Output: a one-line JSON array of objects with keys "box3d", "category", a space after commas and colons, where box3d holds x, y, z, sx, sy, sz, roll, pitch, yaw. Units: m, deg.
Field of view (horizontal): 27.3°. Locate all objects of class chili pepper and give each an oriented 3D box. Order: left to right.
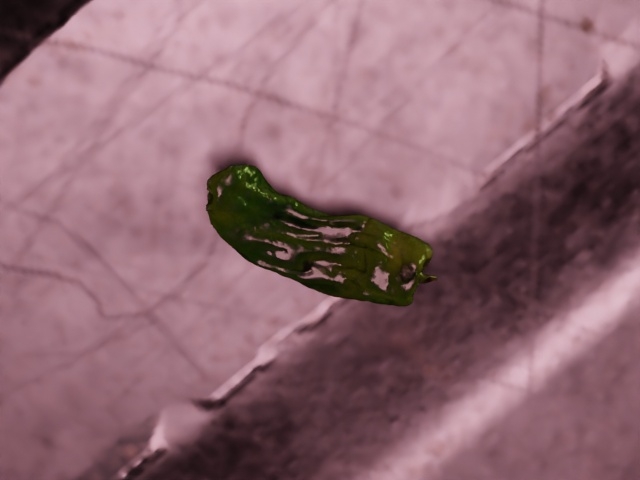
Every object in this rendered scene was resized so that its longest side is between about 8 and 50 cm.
[{"box3d": [-0.001, 0.000, 0.469, 0.091, 0.034, 0.030, 23, 69, -10], "category": "chili pepper"}]
